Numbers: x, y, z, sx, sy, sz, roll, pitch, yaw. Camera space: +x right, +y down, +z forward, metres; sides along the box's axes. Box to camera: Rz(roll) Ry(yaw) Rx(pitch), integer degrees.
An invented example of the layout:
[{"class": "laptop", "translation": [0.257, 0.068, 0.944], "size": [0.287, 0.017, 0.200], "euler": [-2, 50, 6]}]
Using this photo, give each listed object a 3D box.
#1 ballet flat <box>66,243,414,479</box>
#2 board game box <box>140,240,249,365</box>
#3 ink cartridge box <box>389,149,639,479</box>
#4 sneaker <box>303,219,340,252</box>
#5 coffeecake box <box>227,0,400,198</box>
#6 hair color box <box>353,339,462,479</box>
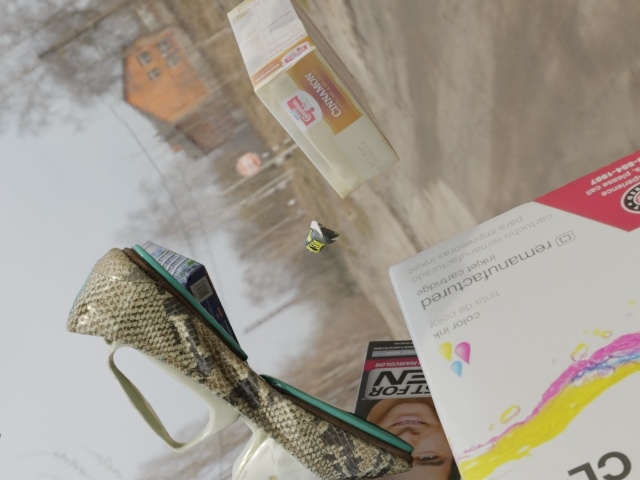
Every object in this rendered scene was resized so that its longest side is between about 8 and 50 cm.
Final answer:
[{"class": "ballet flat", "translation": [-0.114, 0.205, 1.245], "size": [0.483, 0.182, 0.164], "euler": [37, 171, -8]}, {"class": "board game box", "translation": [-0.207, 0.103, 1.397], "size": [0.194, 0.060, 0.194], "euler": [17, 136, 47]}, {"class": "ink cartridge box", "translation": [0.188, 0.101, 0.549], "size": [0.306, 0.226, 0.131], "euler": [-106, -12, -53]}, {"class": "sneaker", "translation": [0.000, 0.000, 1.130], "size": [0.031, 0.035, 0.083], "euler": [27, -177, -7]}, {"class": "coffeecake box", "translation": [-0.010, -0.148, 0.923], "size": [0.142, 0.068, 0.185], "euler": [49, -168, -34]}, {"class": "hair color box", "translation": [0.143, 0.302, 1.418], "size": [0.374, 0.185, 0.113], "euler": [-74, -26, -53]}]
